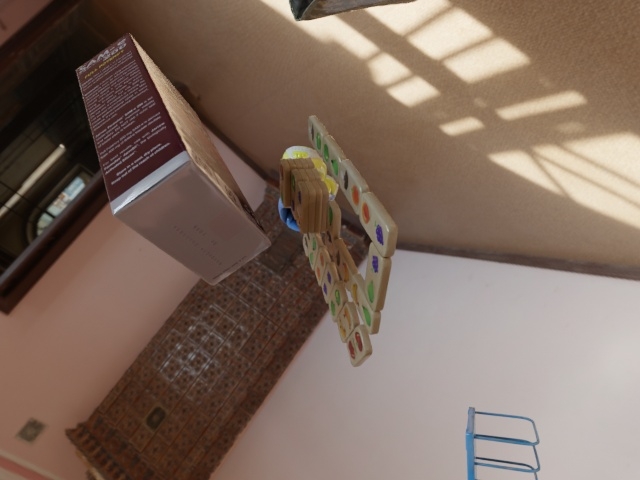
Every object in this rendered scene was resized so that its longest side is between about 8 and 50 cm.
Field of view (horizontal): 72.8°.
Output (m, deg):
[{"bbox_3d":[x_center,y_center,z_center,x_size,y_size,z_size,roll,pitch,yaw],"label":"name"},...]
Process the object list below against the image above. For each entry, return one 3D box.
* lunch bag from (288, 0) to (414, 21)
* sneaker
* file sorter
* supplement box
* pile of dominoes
[{"bbox_3d":[0.075,-0.462,0.677,0.287,0.235,0.168,173,79,-77],"label":"lunch bag"},{"bbox_3d":[-0.030,-0.070,0.770,0.091,0.126,0.240,12,171,14],"label":"sneaker"},{"bbox_3d":[0.288,0.373,0.687,0.105,0.170,0.118,-2,178,20],"label":"file sorter"},{"bbox_3d":[-0.147,-0.085,0.420,0.239,0.073,0.130,55,-179,36],"label":"supplement box"},{"bbox_3d":[0.000,0.000,0.455,0.251,0.040,0.196,-115,22,-51],"label":"pile of dominoes"}]
